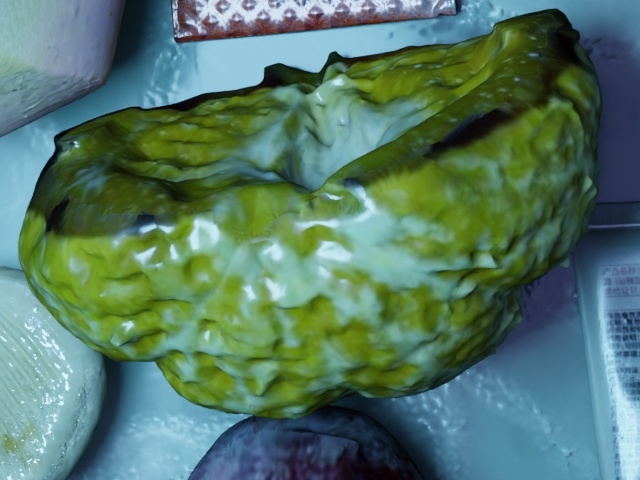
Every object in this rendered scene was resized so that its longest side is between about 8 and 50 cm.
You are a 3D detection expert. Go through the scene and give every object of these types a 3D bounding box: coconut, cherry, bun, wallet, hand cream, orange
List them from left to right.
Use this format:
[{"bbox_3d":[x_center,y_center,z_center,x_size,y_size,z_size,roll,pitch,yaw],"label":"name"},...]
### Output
[{"bbox_3d":[-0.231,-0.174,1.248,0.233,0.233,0.245,15,90,7],"label":"coconut"},{"bbox_3d":[-0.228,0.107,1.329,0.183,0.102,0.183,-3,75,11],"label":"bun"},{"bbox_3d":[-0.013,0.198,1.268,0.195,0.195,0.195,0,93,8],"label":"cherry"},{"bbox_3d":[-0.008,-0.192,1.322,0.196,0.020,0.103,-5,91,8],"label":"wallet"},{"bbox_3d":[0.000,0.000,1.210,0.368,0.271,0.210,-11,104,6],"label":"orange"},{"bbox_3d":[0.232,0.142,1.292,0.124,0.078,0.341,-3,85,9],"label":"hand cream"}]
